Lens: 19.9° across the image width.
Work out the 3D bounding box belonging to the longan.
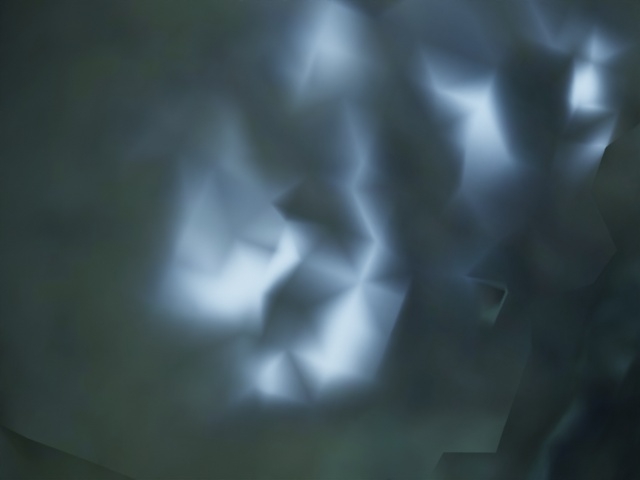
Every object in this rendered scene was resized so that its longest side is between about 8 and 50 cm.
[{"bbox_3d":[-0.004,0.005,0.839,0.436,0.404,0.404,-60,156,-15],"label":"longan"}]
